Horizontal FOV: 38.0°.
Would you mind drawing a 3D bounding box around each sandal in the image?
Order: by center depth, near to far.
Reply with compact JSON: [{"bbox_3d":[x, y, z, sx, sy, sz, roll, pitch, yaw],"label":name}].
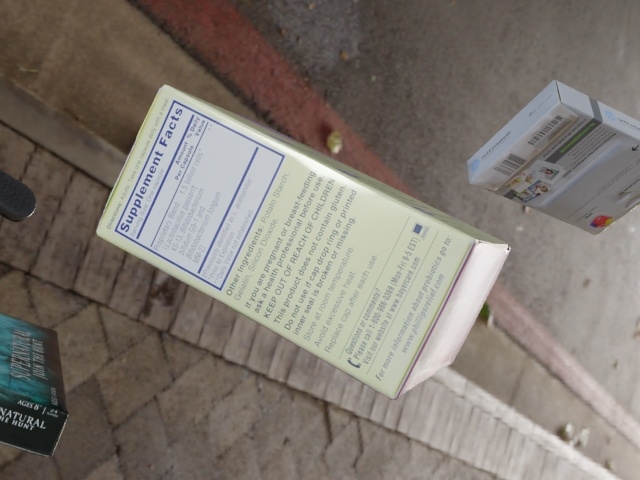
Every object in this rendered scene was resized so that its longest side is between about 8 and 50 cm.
[{"bbox_3d":[-0.611,-0.115,1.607,0.254,0.055,0.097,46,37,-28],"label":"sandal"}]

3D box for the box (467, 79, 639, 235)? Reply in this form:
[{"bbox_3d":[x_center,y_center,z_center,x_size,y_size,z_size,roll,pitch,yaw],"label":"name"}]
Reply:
[{"bbox_3d":[0.277,-0.083,1.000,0.186,0.145,0.038,20,49,-23],"label":"box"}]

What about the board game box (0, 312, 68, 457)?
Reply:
[{"bbox_3d":[-0.200,0.056,0.487,0.126,0.186,0.026,22,89,-19],"label":"board game box"}]

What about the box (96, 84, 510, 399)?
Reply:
[{"bbox_3d":[0.000,0.000,0.703,0.117,0.243,0.213,-64,164,7],"label":"box"}]
